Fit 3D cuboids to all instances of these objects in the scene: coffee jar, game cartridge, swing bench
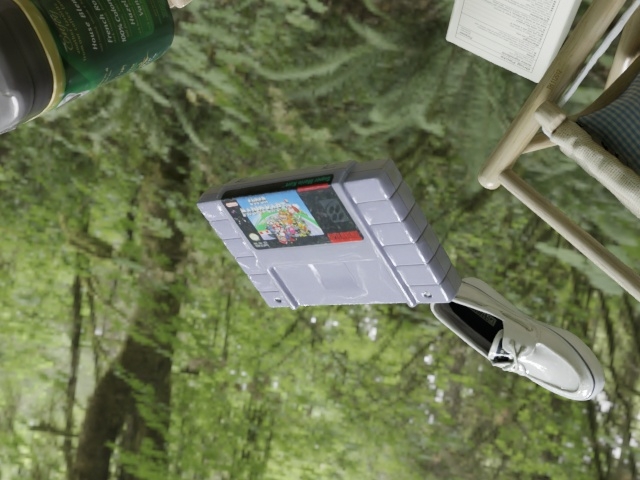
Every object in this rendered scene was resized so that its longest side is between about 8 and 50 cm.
[{"bbox_3d":[-0.176,-0.123,0.577,0.096,0.079,0.184,-15,-162,27],"label":"coffee jar"},{"bbox_3d":[0.000,0.000,1.303,0.355,0.068,0.230,-5,132,43],"label":"game cartridge"},{"bbox_3d":[0.279,-0.080,0.596,0.165,0.255,0.253,-17,-130,-38],"label":"swing bench"}]

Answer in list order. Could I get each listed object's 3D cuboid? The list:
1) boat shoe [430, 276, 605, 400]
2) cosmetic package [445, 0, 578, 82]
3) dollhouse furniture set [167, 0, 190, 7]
[{"bbox_3d":[0.274,0.145,1.314,0.267,0.096,0.088,40,-140,27],"label":"boat shoe"},{"bbox_3d":[0.279,-0.366,1.221,0.160,0.113,0.309,28,158,10],"label":"cosmetic package"},{"bbox_3d":[-0.153,-0.359,0.734,0.173,0.303,0.355,-3,-144,49],"label":"dollhouse furniture set"}]
